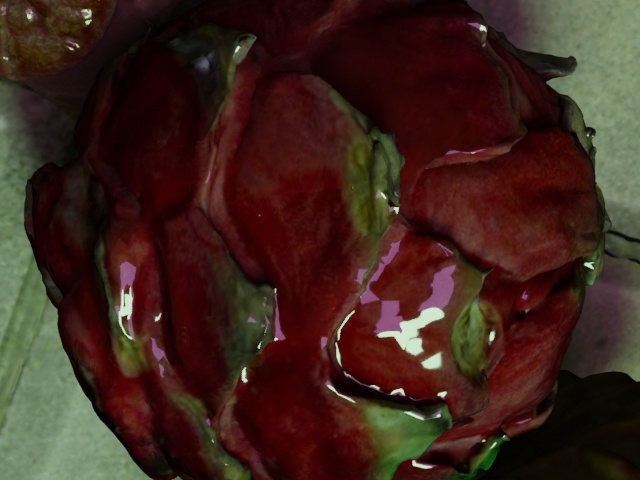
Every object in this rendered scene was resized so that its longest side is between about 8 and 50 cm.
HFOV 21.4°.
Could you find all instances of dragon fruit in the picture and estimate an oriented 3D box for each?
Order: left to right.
[{"bbox_3d":[0.000,0.003,0.940,0.329,0.329,0.329,-5,116,-11],"label":"dragon fruit"}]

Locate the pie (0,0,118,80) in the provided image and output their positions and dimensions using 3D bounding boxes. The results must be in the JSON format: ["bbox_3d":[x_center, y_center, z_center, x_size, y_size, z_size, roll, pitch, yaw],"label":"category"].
[{"bbox_3d":[-0.172,-0.157,0.919,0.154,0.036,0.154,6,125,8],"label":"pie"}]

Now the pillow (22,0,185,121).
[{"bbox_3d":[-0.117,-0.184,0.940,0.135,0.049,0.248,33,120,-16],"label":"pillow"}]

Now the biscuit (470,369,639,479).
[{"bbox_3d":[0.080,0.176,1.039,0.332,0.332,0.103,-22,99,-3],"label":"biscuit"}]
